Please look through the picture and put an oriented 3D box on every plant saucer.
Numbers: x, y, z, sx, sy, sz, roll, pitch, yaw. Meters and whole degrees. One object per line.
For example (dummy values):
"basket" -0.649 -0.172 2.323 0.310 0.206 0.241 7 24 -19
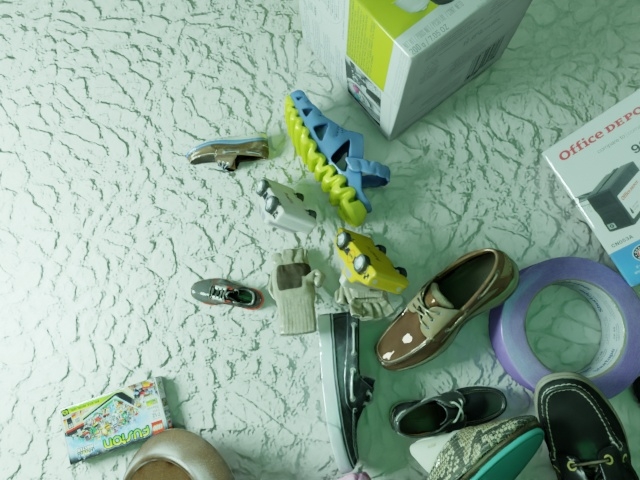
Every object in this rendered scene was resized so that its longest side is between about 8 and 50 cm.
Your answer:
"plant saucer" -0.270 0.508 0.899 0.310 0.050 0.311 -4 83 28

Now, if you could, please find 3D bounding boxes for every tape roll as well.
"tape roll" 0.480 0.173 0.972 0.274 0.090 0.275 0 80 2

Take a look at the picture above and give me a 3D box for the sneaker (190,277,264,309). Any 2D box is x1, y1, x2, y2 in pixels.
"sneaker" -0.198 0.107 1.030 0.158 0.065 0.061 6 80 4

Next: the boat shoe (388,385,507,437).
"boat shoe" 0.251 0.336 0.959 0.233 0.079 0.084 -10 77 -1

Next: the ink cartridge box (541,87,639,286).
"ink cartridge box" 0.608 -0.099 0.933 0.223 0.129 0.307 -36 68 31

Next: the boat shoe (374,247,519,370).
"boat shoe" 0.225 0.124 0.950 0.324 0.116 0.123 -43 49 7

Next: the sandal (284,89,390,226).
"sandal" 0.035 -0.188 1.055 0.138 0.126 0.317 -33 88 -7

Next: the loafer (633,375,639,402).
"loafer" 0.702 0.339 0.945 0.223 0.076 0.078 44 48 16

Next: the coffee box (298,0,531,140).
"coffee box" 0.178 -0.479 0.985 0.337 0.338 0.334 -37 79 -5

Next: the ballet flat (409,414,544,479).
"ballet flat" 0.195 0.478 0.885 0.182 0.164 0.483 32 92 49

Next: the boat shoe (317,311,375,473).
"boat shoe" 0.058 0.289 0.968 0.102 0.108 0.301 -7 72 3

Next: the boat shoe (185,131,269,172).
"boat shoe" -0.202 -0.187 1.087 0.183 0.066 0.066 -14 80 0

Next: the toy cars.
"toy cars" 0.000 0.000 0.974 0.393 0.176 0.087 34 107 20

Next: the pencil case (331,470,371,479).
"pencil case" -0.038 0.504 0.900 0.284 0.124 0.124 -16 79 11

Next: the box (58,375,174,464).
"box" -0.413 0.363 1.007 0.207 0.036 0.114 -19 79 -1

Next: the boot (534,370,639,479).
"boot" 0.454 0.432 0.790 0.138 0.284 0.377 -16 96 21

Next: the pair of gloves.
"pair of gloves" 0.015 0.089 1.007 0.240 0.042 0.204 -12 53 -6
